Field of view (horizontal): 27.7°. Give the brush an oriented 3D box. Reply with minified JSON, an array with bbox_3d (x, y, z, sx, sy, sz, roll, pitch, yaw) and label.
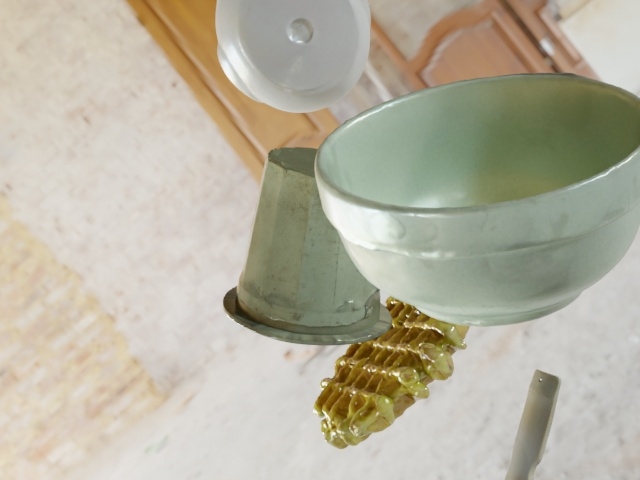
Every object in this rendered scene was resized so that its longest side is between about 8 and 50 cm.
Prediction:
[{"bbox_3d":[0.277,0.343,1.869,0.060,0.050,0.321,14,88,59],"label":"brush"}]

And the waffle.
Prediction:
[{"bbox_3d":[0.098,0.156,1.702,0.283,0.065,0.309,-40,16,32],"label":"waffle"}]

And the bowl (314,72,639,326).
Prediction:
[{"bbox_3d":[0.154,-0.030,1.190,0.307,0.163,0.307,-7,23,3],"label":"bowl"}]

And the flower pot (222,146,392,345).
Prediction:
[{"bbox_3d":[0.000,0.000,1.577,0.212,0.212,0.203,-77,-2,-74],"label":"flower pot"}]

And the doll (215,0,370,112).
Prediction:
[{"bbox_3d":[-0.051,-0.292,1.736,0.221,0.251,0.221,-33,15,10],"label":"doll"}]
